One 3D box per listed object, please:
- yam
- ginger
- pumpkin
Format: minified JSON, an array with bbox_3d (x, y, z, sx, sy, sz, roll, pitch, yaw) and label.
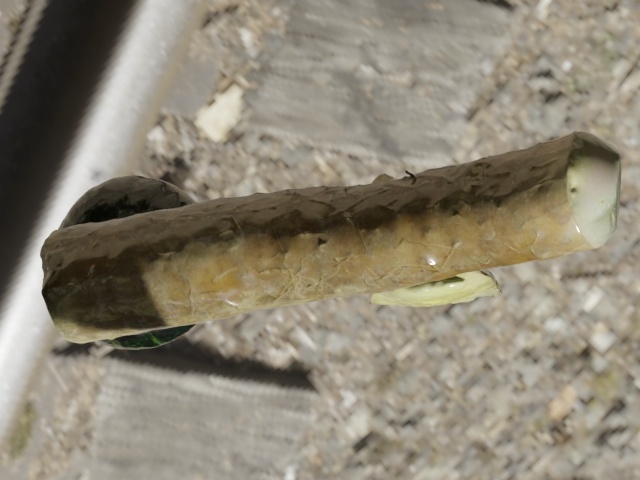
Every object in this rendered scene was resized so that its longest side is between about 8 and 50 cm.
[{"bbox_3d":[0.000,0.000,1.021,0.357,0.081,0.081,-11,134,22],"label":"yam"},{"bbox_3d":[0.089,0.008,1.564,0.115,0.122,0.193,-18,168,2],"label":"ginger"},{"bbox_3d":[-0.174,0.020,1.664,0.167,0.167,0.125,-39,150,-4],"label":"pumpkin"}]
